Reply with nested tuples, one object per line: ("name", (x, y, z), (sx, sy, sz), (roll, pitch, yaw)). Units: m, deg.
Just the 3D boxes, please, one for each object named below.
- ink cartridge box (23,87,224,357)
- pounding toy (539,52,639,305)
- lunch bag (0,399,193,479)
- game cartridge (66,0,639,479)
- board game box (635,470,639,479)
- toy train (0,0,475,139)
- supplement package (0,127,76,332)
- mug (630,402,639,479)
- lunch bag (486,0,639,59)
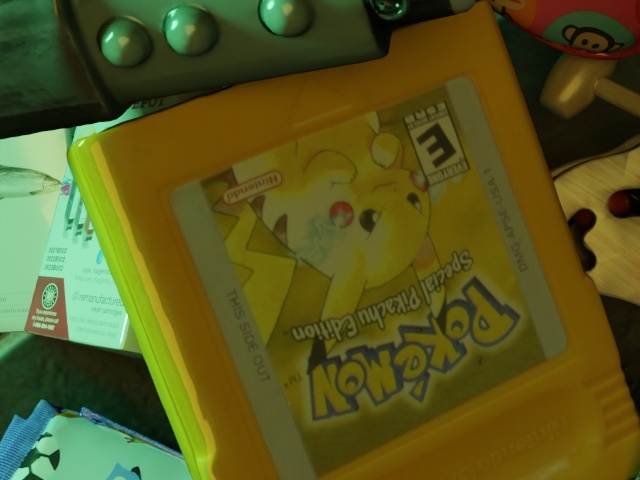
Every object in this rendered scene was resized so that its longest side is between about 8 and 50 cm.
("ink cartridge box", (-0.093, -0.007, 0.756), (0.127, 0.128, 0.176), (20, 78, -39))
("pounding toy", (0.221, 0.004, 0.779), (0.154, 0.155, 0.269), (-43, 92, 3))
("lunch bag", (-0.140, 0.345, 0.813), (0.328, 0.239, 0.385), (24, 81, 2))
("game cartridge", (0.038, 0.046, 0.693), (0.285, 0.053, 0.323), (-23, 93, -22))
("board game box", (0.310, 0.278, 0.744), (0.291, 0.141, 0.232), (19, 99, -32))
("toy train", (-0.064, -0.155, 0.642), (0.334, 0.190, 0.142), (-6, 130, 14))
("supplement package", (-0.213, -0.028, 0.831), (0.105, 0.105, 0.179), (-4, 96, 7))
("mug", (0.177, 0.160, 0.814), (0.150, 0.113, 0.169), (-25, 90, -35))
("lunch bag", (0.132, -0.265, 0.671), (0.293, 0.258, 0.120), (32, 56, -1))
